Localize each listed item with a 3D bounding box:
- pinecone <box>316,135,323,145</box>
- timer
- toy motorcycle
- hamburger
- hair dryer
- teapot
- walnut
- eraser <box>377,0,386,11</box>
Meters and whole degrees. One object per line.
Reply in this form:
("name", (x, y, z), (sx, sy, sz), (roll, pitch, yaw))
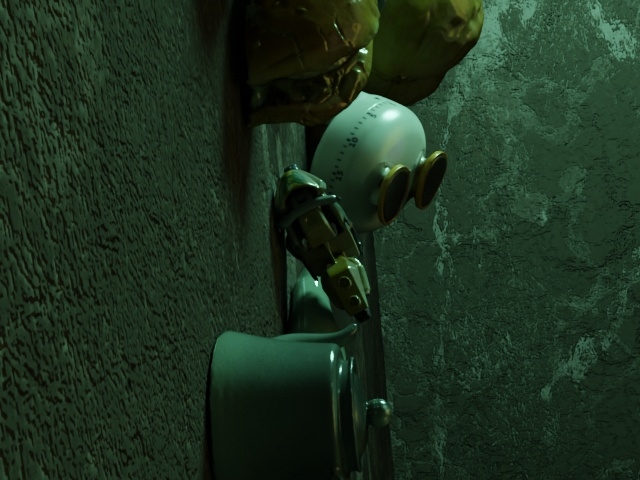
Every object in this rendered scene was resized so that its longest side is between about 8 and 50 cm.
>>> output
("pinecone", (0.028, -0.157, 1.777), (0.077, 0.077, 0.083), (-56, 125, -80))
("timer", (0.062, -0.138, 1.661), (0.233, 0.240, 0.234), (-41, 146, -36))
("toy motorcycle", (0.001, 0.000, 1.260), (0.229, 0.094, 0.130), (64, 1, 12))
("hamburger", (-0.010, -0.254, 1.122), (0.144, 0.156, 0.283), (78, 12, -48))
("hair dryer", (-0.010, 0.181, 1.329), (0.206, 0.075, 0.237), (-96, -174, -56))
("teapot", (-0.011, 0.164, 0.864), (0.239, 0.148, 0.162), (-87, 172, -52))
("walnut", (0.136, -0.442, 1.847), (0.354, 0.308, 0.398), (-42, -149, 38))
("eraser", (0.014, -0.453, 1.443), (0.189, 0.104, 0.290), (-18, -110, 50))
